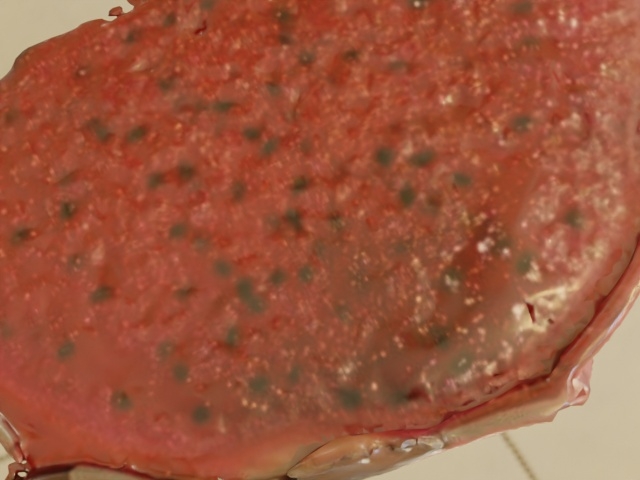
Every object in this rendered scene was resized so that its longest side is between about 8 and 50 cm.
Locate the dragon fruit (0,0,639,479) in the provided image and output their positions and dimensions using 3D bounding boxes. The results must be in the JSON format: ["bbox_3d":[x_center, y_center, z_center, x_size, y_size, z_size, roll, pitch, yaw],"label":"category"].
[{"bbox_3d":[0.005,0.008,0.515,0.274,0.161,0.126,-28,156,2],"label":"dragon fruit"}]
